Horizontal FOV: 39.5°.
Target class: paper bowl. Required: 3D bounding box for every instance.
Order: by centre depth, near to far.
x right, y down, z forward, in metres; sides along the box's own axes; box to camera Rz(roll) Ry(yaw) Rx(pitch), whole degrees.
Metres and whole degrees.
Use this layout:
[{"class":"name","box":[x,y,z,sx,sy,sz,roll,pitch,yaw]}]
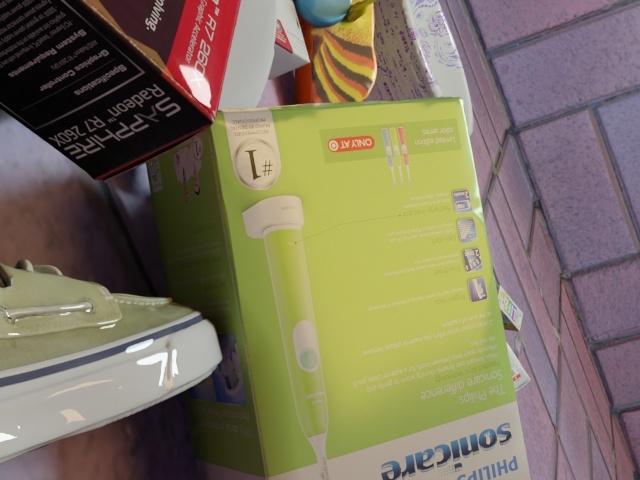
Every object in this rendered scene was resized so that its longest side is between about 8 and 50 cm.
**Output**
[{"class":"paper bowl","box":[0.107,-0.259,1.293,0.284,0.148,0.284,53,27,-42]}]

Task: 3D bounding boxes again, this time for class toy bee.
[{"class":"toy bee","box":[0.030,-0.293,1.062,0.195,0.162,0.298,-147,-129,-61]}]

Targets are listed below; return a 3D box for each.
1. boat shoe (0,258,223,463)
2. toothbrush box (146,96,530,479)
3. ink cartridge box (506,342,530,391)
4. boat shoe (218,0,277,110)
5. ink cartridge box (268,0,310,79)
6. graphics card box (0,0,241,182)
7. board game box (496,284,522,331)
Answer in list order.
[{"class":"boat shoe","box":[-0.148,0.055,0.436,0.302,0.109,0.094,-9,79,-67]},{"class":"toothbrush box","box":[0.012,0.053,0.629,0.206,0.122,0.283,-10,88,-31]},{"class":"ink cartridge box","box":[0.217,0.141,1.298,0.179,0.045,0.145,55,-14,2]},{"class":"boat shoe","box":[-0.100,-0.201,0.646,0.108,0.102,0.301,-17,125,-39]},{"class":"ink cartridge box","box":[-0.070,-0.257,0.971,0.099,0.056,0.135,10,63,-67]},{"class":"graphics card box","box":[-0.173,-0.223,0.373,0.371,0.094,0.233,41,44,-38]},{"class":"board game box","box":[0.173,0.082,1.157,0.103,0.154,0.026,41,58,-53]}]
